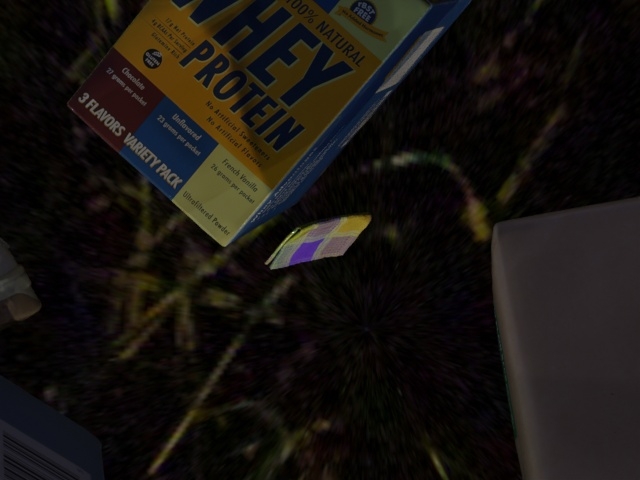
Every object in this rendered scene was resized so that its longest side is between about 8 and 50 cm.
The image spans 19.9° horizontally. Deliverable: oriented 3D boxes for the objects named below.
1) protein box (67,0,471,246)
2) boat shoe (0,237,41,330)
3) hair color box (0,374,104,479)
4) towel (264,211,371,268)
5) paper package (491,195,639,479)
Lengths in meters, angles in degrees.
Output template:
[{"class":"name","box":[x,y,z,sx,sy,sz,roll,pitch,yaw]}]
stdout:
[{"class":"protein box","box":[-0.025,-0.125,1.187,0.136,0.201,0.200,42,104,3]},{"class":"boat shoe","box":[-0.257,0.011,1.162,0.109,0.302,0.098,-24,98,-20]},{"class":"hair color box","box":[-0.280,0.261,1.040,0.113,0.185,0.374,37,108,-28]},{"class":"towel","box":[0.000,0.000,1.483,0.060,0.083,0.009,-48,63,40]},{"class":"paper package","box":[0.309,0.133,1.474,0.309,0.168,0.325,-9,70,4]}]
